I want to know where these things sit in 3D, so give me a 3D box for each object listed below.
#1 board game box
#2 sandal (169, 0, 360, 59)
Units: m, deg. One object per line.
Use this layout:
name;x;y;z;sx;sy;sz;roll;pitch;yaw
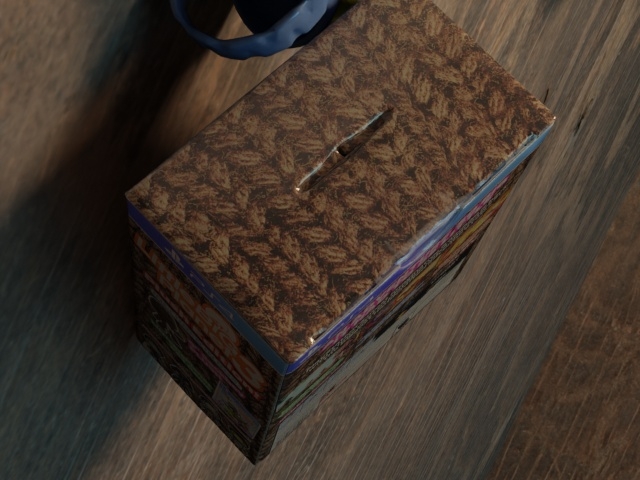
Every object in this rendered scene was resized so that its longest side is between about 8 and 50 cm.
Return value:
board game box;0.000;0.000;0.930;0.232;0.141;0.291;-42;169;-19
sandal;-0.016;-0.221;0.779;0.138;0.126;0.317;-42;152;-39
